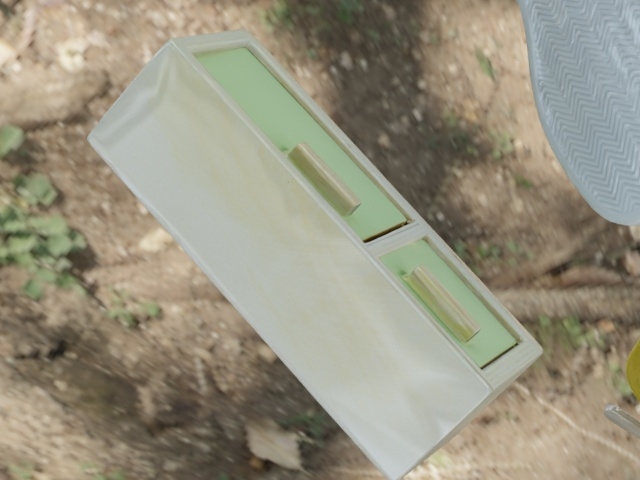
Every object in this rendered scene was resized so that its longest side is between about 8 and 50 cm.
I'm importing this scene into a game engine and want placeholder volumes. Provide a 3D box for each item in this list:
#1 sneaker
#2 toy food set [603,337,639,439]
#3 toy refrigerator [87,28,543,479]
[{"bbox_3d":[0.210,-0.130,1.098,0.108,0.169,0.293,-38,53,37],"label":"sneaker"},{"bbox_3d":[0.297,0.087,1.274,0.128,0.218,0.071,28,57,6],"label":"toy food set"},{"bbox_3d":[0.000,0.000,1.009,0.269,0.102,0.094,48,115,10],"label":"toy refrigerator"}]
